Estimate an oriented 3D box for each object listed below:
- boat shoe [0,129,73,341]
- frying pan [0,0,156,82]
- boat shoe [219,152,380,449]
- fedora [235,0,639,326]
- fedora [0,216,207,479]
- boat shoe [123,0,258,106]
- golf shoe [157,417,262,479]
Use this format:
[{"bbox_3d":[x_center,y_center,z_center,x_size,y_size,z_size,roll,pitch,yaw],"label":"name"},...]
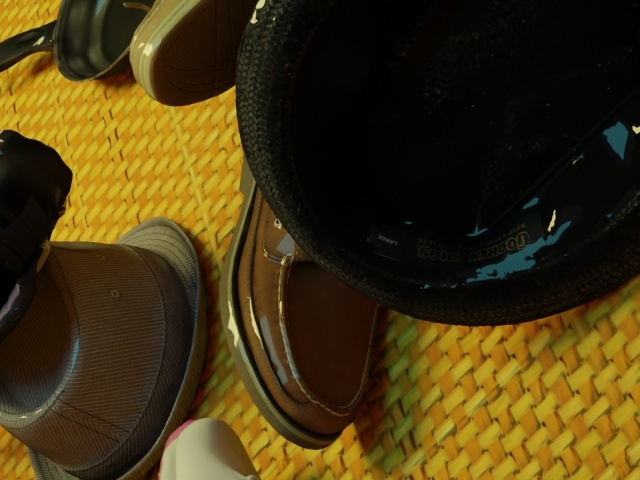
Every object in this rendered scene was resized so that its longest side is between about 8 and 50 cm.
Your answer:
[{"bbox_3d":[-0.341,0.057,1.549,0.340,0.127,0.158,-41,26,30],"label":"boat shoe"},{"bbox_3d":[-0.230,-0.198,1.862,0.326,0.053,0.197,-44,39,28],"label":"frying pan"},{"bbox_3d":[0.000,0.000,1.385,0.104,0.111,0.307,-36,43,35],"label":"boat shoe"},{"bbox_3d":[0.113,-0.112,1.235,0.334,0.334,0.152,-43,9,26],"label":"fedora"},{"bbox_3d":[-0.210,0.082,1.589,0.244,0.124,0.275,-45,39,23],"label":"fedora"},{"bbox_3d":[-0.076,-0.205,1.532,0.089,0.104,0.285,22,44,21],"label":"boat shoe"},{"bbox_3d":[-0.017,0.225,1.280,0.140,0.115,0.306,-38,47,15],"label":"golf shoe"}]
